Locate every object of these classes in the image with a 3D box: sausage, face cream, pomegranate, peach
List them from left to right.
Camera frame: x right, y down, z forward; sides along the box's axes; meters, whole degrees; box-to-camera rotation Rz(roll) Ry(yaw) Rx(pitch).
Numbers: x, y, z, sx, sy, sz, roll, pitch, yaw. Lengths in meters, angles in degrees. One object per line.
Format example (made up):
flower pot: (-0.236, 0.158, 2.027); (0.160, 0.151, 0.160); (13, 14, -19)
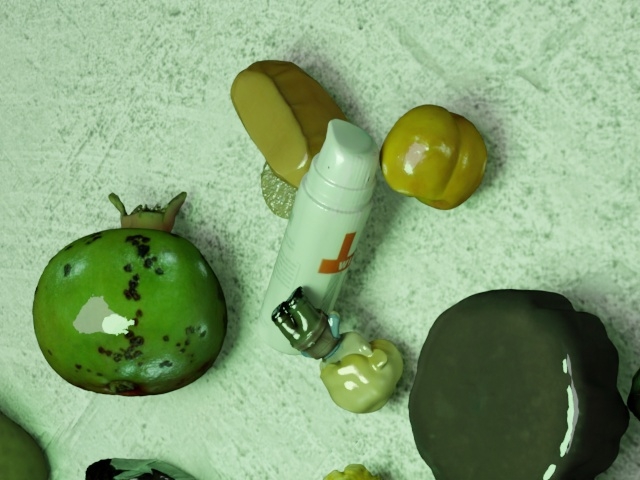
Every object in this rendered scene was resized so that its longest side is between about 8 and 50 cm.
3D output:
pomegranate: (-0.269, 0.070, 1.938); (0.290, 0.290, 0.323); (8, 83, 37)
sausage: (-0.033, -0.160, 1.850); (0.120, 0.136, 0.241); (-48, 62, 27)
face cream: (0.000, 0.000, 1.771); (0.102, 0.102, 0.346); (46, 134, 30)
peach: (0.145, -0.111, 1.714); (0.138, 0.138, 0.138); (-2, 86, 37)

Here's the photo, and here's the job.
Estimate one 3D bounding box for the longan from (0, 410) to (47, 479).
longan: (-0.619, 0.379, 2.187); (0.350, 0.288, 0.288); (21, 100, 25)

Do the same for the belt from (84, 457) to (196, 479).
belt: (-0.231, 0.416, 1.936); (0.289, 0.184, 0.164); (25, 111, 35)

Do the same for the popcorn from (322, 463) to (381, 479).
popcorn: (0.050, 0.385, 1.760); (0.152, 0.148, 0.167); (-8, 102, 1)

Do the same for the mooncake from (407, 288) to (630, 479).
mooncake: (0.245, 0.196, 1.602); (0.283, 0.141, 0.283); (-7, 80, 48)

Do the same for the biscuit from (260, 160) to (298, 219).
biscuit: (-0.041, -0.089, 1.927); (0.120, 0.015, 0.120); (-2, 87, 36)

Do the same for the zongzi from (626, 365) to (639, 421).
zongzi: (0.424, 0.109, 1.362); (0.319, 0.362, 0.383); (45, 116, 50)

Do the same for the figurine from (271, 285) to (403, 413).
figurine: (0.020, 0.147, 1.774); (0.196, 0.108, 0.114); (42, 109, -8)
